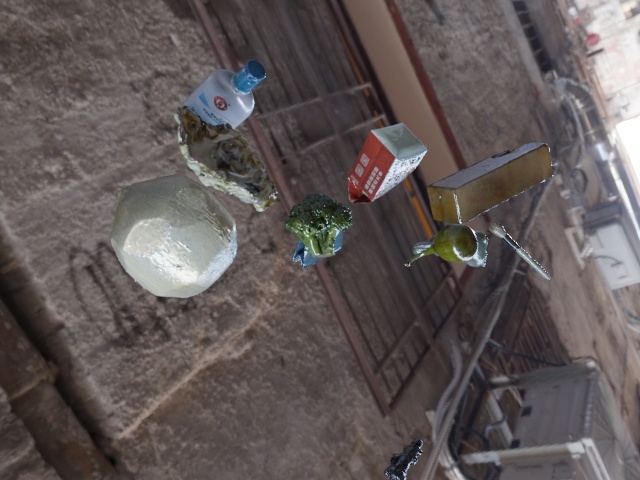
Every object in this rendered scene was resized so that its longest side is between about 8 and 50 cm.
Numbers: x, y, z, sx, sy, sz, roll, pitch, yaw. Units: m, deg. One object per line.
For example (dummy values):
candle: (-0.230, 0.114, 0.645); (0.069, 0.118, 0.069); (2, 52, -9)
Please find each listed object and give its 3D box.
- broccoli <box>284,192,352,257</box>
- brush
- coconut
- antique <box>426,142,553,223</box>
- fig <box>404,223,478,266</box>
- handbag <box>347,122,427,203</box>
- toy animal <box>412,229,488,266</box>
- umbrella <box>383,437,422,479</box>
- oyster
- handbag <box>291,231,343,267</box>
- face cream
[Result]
broccoli: (-0.003, -0.035, 1.214); (0.145, 0.138, 0.162); (-10, 171, 7)
brush: (0.704, 0.039, 2.036); (0.042, 0.299, 0.039); (-46, -173, 9)
coconut: (-0.439, -0.031, 1.699); (0.346, 0.360, 0.346); (-28, -150, 18)
antique: (0.392, -0.135, 1.312); (0.309, 0.087, 0.093); (-26, -160, -24)
fig: (0.362, 0.029, 1.747); (0.236, 0.124, 0.124); (-26, -172, 34)
handbag: (0.217, -0.240, 1.977); (0.171, 0.151, 0.298); (-20, 150, -36)
toy animal: (0.426, 0.009, 1.871); (0.236, 0.138, 0.108); (15, -126, 12)
umbrella: (0.287, 0.755, 1.984); (0.071, 0.080, 0.224); (-29, -179, 38)
oyster: (-0.253, -0.197, 1.469); (0.201, 0.354, 0.107); (-9, 143, -48)
handbag: (0.000, 0.000, 2.042); (0.057, 0.144, 0.221); (32, -145, 29)
face cream: (-0.276, -0.416, 1.690); (0.336, 0.163, 0.080); (-25, -156, 46)
